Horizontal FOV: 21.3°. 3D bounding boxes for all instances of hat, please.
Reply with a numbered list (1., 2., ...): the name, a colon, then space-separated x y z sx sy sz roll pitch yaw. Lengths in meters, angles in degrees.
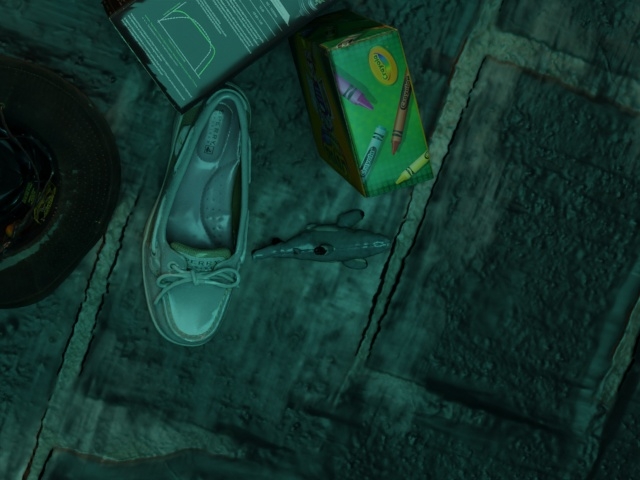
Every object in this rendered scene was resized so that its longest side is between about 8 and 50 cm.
1. hat: -0.400 -0.082 1.907 0.331 0.134 0.331 -9 117 -18

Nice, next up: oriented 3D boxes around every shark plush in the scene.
1. shark plush: 0.000 0.000 2.024 0.161 0.067 0.073 6 102 -11

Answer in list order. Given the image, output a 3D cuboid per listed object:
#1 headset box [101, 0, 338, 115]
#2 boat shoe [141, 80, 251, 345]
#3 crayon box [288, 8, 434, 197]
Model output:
1. headset box: -0.087 -0.283 1.856 0.283 0.246 0.131 -37 105 -1
2. boat shoe: -0.138 -0.027 1.977 0.118 0.103 0.320 10 100 -12
3. crayon box: 0.040 -0.158 1.886 0.081 0.278 0.165 -17 104 -7
